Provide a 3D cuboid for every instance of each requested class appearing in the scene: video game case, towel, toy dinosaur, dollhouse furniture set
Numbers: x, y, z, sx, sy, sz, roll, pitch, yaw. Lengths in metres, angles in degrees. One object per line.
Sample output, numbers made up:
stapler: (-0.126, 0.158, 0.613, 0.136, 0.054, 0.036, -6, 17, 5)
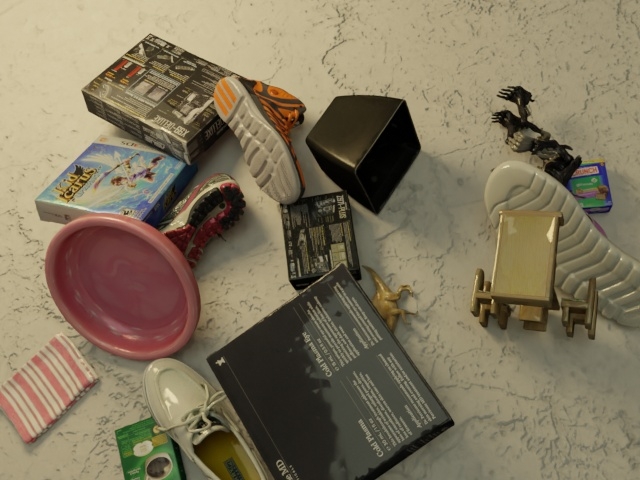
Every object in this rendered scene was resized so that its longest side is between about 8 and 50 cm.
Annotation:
video game case: (-0.435, -0.122, 1.500, 0.244, 0.061, 0.269, 11, 42, 12)
towel: (-0.578, 0.306, 1.449, 0.197, 0.029, 0.144, -44, 71, -9)
toy dinosaur: (0.141, 0.117, 1.401, 0.092, 0.053, 0.183, -17, 69, 3)
dollhouse furniture set: (0.393, 0.066, 1.270, 0.212, 0.242, 0.161, 4, 70, 26)

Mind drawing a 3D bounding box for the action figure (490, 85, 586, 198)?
action figure: (0.428, -0.175, 1.415, 0.141, 0.164, 0.276, -9, 58, -15)

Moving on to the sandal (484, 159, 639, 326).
sandal: (0.489, 0.006, 1.353, 0.416, 0.102, 0.169, 45, 125, 4)

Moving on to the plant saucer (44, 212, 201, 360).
plant saucer: (-0.387, 0.086, 1.389, 0.332, 0.332, 0.084, 11, 31, 12)

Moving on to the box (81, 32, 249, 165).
box: (-0.346, -0.331, 1.584, 0.307, 0.076, 0.242, 27, 59, 16)

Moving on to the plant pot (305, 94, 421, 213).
plant pot: (0.082, -0.200, 1.466, 0.167, 0.188, 0.187, 28, 76, 30)

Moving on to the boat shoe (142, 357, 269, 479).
boat shoe: (-0.215, 0.355, 1.293, 0.136, 0.156, 0.367, -27, 68, -26)

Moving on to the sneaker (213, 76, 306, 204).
sneaker: (-0.083, -0.229, 1.490, 0.180, 0.124, 0.321, -14, 70, -45)

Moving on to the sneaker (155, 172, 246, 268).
sneaker: (-0.287, -0.024, 1.494, 0.299, 0.121, 0.112, -38, 34, 4)

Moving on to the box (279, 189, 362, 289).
box: (0.000, 0.000, 1.450, 0.147, 0.077, 0.180, -10, 69, 5)

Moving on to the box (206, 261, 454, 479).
box: (0.020, 0.278, 1.280, 0.312, 0.179, 0.343, -34, 69, 1)

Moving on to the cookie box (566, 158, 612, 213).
cookie box: (0.548, -0.111, 1.431, 0.092, 0.040, 0.107, -5, 69, 7)

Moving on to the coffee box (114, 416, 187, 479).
coffee box: (-0.330, 0.444, 1.357, 0.113, 0.040, 0.184, -21, 68, 0)
